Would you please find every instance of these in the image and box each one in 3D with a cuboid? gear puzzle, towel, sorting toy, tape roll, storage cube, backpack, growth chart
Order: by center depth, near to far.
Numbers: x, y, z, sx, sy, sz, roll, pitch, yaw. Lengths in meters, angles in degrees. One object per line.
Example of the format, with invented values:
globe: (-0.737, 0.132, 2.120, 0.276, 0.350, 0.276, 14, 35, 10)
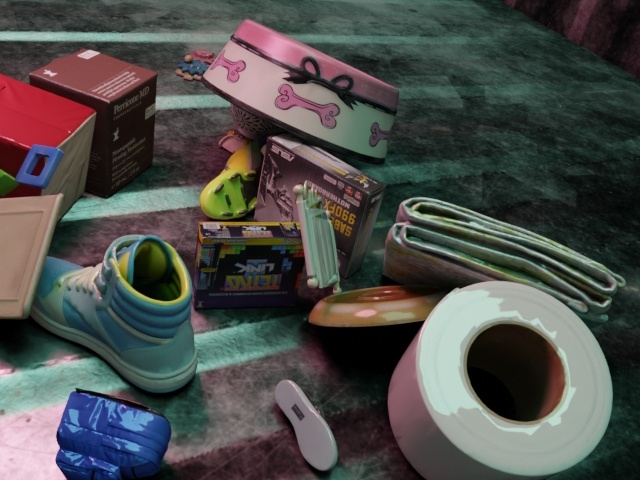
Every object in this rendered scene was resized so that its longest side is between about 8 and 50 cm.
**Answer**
backpack: (-0.241, 0.241, 0.815, 0.120, 0.098, 0.101, 12, 64, -3)
tape roll: (0.222, 0.196, 0.893, 0.246, 0.169, 0.246, 4, 61, -6)
sorting toy: (-0.444, 0.028, 0.972, 0.196, 0.047, 0.347, -4, 65, 26)
towel: (0.259, 0.050, 1.078, 0.320, 0.374, 0.090, 22, 80, 8)
growth chart: (0.000, 0.000, 1.087, 0.021, 0.172, 0.237, -9, -7, 10)
storage cube: (-0.514, -0.138, 1.156, 0.193, 0.215, 0.183, 20, 34, -2)
sorting toy: (-0.167, -0.210, 1.526, 0.083, 0.045, 0.075, 33, 20, 25)
gear puzzle: (-0.201, -0.444, 1.829, 0.339, 0.044, 0.175, 15, 35, 1)

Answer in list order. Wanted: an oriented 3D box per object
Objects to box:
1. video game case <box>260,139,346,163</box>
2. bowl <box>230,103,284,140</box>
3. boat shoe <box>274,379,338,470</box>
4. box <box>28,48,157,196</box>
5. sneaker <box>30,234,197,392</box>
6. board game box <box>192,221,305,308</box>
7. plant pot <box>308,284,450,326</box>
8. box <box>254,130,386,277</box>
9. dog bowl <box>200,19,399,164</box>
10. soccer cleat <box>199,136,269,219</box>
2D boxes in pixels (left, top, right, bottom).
video game case: (-0.001, -0.126, 1.392, 0.183, 0.023, 0.201, -23, 73, -49)
bowl: (-0.139, -0.275, 1.569, 0.170, 0.080, 0.170, 22, 25, -11)
boat shoe: (-0.013, 0.245, 0.927, 0.040, 0.049, 0.142, 33, 16, -51)
box: (-0.425, -0.223, 1.306, 0.167, 0.203, 0.168, 21, 36, 9)
sneaker: (-0.295, 0.052, 0.959, 0.319, 0.208, 0.127, 25, 37, 18)
board game box: (-0.113, 0.040, 1.095, 0.170, 0.141, 0.048, -1, 35, -19)
plant pot: (0.097, 0.096, 1.066, 0.236, 0.032, 0.236, -6, 2, 0)
box: (-0.009, -0.067, 1.246, 0.231, 0.183, 0.056, 33, 38, 25)
dog bowl: (-0.024, -0.306, 1.392, 0.408, 0.150, 0.408, 24, 14, -7)
soccer cleat: (-0.161, -0.120, 1.377, 0.121, 0.093, 0.289, -3, 29, 32)
